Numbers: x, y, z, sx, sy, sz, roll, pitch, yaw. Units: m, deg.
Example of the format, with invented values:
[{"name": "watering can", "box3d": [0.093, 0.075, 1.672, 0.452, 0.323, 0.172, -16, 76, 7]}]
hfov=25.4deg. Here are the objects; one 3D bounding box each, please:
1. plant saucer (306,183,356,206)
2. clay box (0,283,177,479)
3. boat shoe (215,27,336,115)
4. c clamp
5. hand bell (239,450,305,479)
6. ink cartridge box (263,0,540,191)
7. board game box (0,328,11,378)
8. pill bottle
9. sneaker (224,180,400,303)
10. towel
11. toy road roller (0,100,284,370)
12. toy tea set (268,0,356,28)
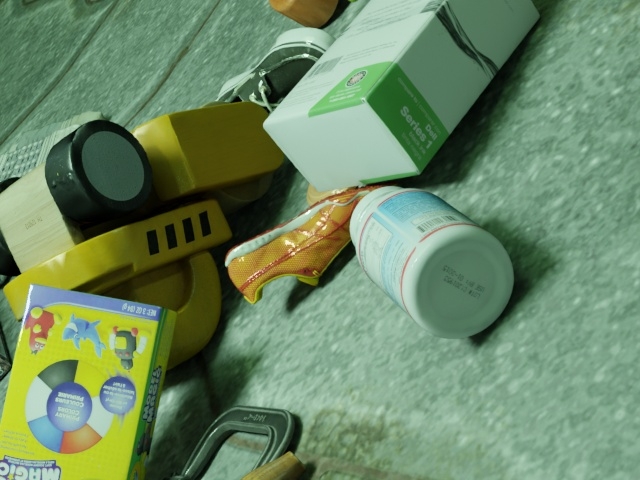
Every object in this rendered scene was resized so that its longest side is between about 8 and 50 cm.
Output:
[{"name": "plant saucer", "box3d": [0.016, -0.066, 1.390, 0.083, 0.013, 0.083, -38, 27, 24]}, {"name": "clay box", "box3d": [-0.212, 0.158, 1.247, 0.053, 0.127, 0.222, 39, -120, -76]}, {"name": "boat shoe", "box3d": [-0.051, -0.162, 1.568, 0.219, 0.078, 0.070, -29, 30, 52]}, {"name": "c clamp", "box3d": [-0.085, 0.196, 1.192, 0.161, 0.022, 0.137, -13, 38, 54]}, {"name": "hand bell", "box3d": [-0.107, 0.249, 1.082, 0.242, 0.126, 0.126, -43, 24, -13]}, {"name": "ink cartridge box", "box3d": [0.076, -0.157, 1.293, 0.160, 0.092, 0.219, -7, 39, 55]}, {"name": "board game box", "box3d": [-0.555, 0.088, 1.780, 0.141, 0.291, 0.232, -49, 25, 2]}, {"name": "pill bottle", "box3d": [0.079, 0.010, 1.098, 0.087, 0.087, 0.160, -49, 25, 2]}, {"name": "sneaker", "box3d": [0.000, 0.000, 1.287, 0.175, 0.067, 0.064, -29, 1, 10]}, {"name": "towel", "box3d": [-0.478, -0.053, 2.126, 0.312, 0.056, 0.324, -13, 43, 52]}, {"name": "toy road roller", "box3d": [-0.172, 0.009, 1.439, 0.202, 0.240, 0.329, -26, -3, 41]}, {"name": "toy tea set", "box3d": [0.081, -0.355, 1.615, 0.336, 0.124, 0.200, -15, 71, 45]}]
